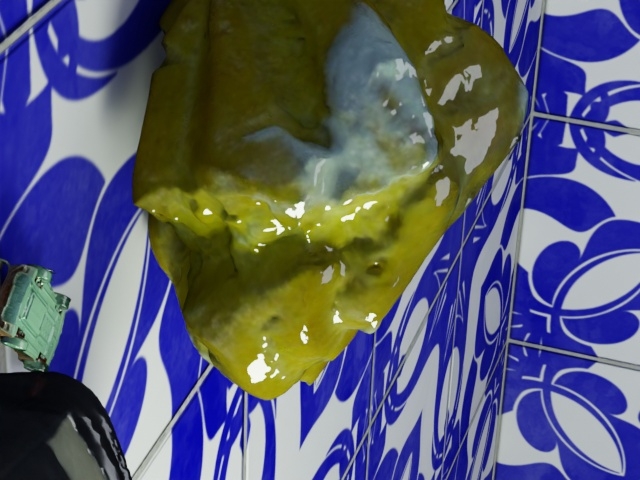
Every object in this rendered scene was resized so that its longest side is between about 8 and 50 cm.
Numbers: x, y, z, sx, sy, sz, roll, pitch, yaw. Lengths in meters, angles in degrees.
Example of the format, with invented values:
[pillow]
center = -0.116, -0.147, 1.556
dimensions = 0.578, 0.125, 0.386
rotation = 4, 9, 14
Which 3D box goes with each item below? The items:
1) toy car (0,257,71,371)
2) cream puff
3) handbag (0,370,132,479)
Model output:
[toy car]
center = -0.201, 0.054, 1.259
dimensions = 0.122, 0.035, 0.059
rotation = 82, 22, -73
[cream puff]
center = -0.021, -0.085, 1.439
dimensions = 0.378, 0.275, 0.378
rotation = -54, -175, 7
[handbag]
center = -0.214, 0.160, 0.856
dimensions = 0.181, 0.254, 0.181
rotation = -49, 130, -58
